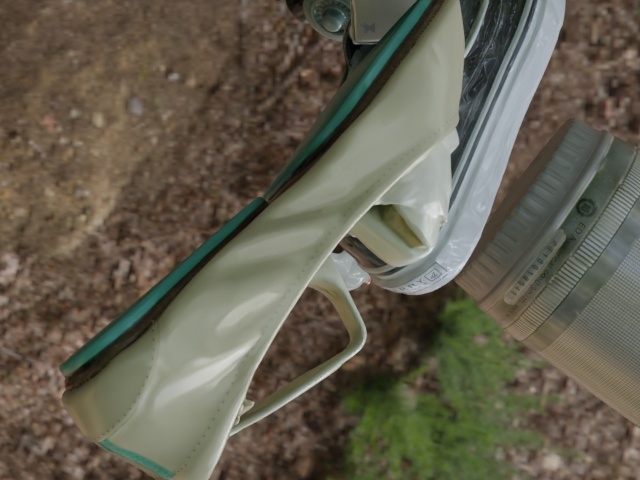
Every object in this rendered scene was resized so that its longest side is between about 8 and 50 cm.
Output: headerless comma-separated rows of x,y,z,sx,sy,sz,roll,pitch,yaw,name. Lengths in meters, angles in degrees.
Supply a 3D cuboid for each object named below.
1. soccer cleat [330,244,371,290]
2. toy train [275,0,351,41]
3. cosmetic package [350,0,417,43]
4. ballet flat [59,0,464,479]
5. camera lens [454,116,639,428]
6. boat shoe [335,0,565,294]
0.018,-0.045,1.279,0.076,0.068,0.196,47,35,-50,soccer cleat
0.055,-0.337,1.420,0.190,0.334,0.142,45,51,-22,toy train
0.038,-0.139,0.668,0.115,0.041,0.060,-78,165,-64,cosmetic package
0.000,0.000,0.558,0.248,0.086,0.086,-48,126,-25,ballet flat
0.297,0.039,1.333,0.274,0.219,0.219,36,66,1,camera lens
0.077,-0.129,0.929,0.119,0.121,0.335,39,51,-33,boat shoe
